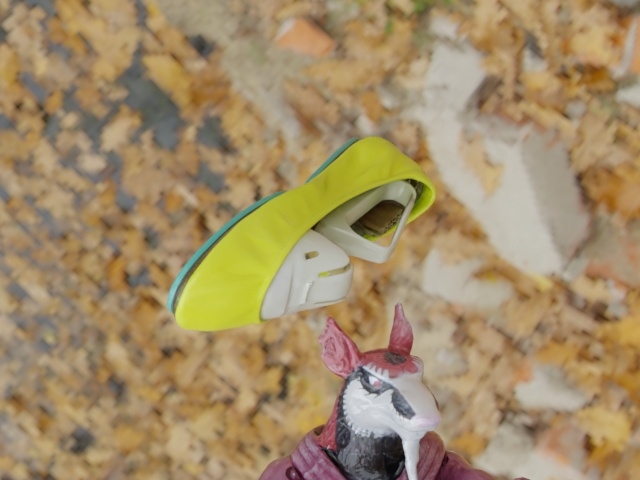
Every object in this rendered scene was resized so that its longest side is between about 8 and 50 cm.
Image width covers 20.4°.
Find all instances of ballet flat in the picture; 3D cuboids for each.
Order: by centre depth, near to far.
[{"bbox_3d":[0.000,0.000,1.114,0.077,0.231,0.077,31,129,18],"label":"ballet flat"}]

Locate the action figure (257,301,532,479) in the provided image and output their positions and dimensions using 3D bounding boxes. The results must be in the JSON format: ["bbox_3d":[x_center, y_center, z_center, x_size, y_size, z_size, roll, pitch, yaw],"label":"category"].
[{"bbox_3d":[0.044,0.221,1.050,0.248,0.276,0.370,1,88,1],"label":"action figure"}]
